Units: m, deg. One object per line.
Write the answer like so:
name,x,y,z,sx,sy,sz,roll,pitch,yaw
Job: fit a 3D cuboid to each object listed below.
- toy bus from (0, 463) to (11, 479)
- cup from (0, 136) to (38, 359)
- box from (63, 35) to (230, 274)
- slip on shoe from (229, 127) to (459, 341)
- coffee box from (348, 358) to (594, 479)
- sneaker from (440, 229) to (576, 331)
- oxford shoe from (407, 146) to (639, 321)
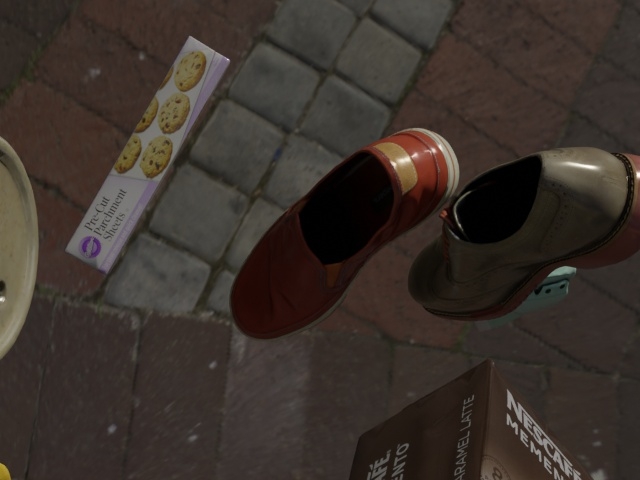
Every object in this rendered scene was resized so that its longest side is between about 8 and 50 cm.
toy bus,-0.278,0.075,0.459,0.211,0.149,0.220,-34,95,-46
cup,-0.345,0.003,0.786,0.237,0.331,0.331,2,73,10
box,-0.223,-0.110,1.433,0.067,0.063,0.324,31,87,-7
slip on shoe,0.000,0.000,1.139,0.101,0.331,0.123,-11,67,-49
coffee box,0.123,0.207,0.592,0.246,0.098,0.141,49,26,-14
sneaker,0.245,0.027,1.418,0.151,0.256,0.094,-21,62,8
oxford shoe,0.158,-0.013,1.037,0.130,0.348,0.123,15,65,-21
